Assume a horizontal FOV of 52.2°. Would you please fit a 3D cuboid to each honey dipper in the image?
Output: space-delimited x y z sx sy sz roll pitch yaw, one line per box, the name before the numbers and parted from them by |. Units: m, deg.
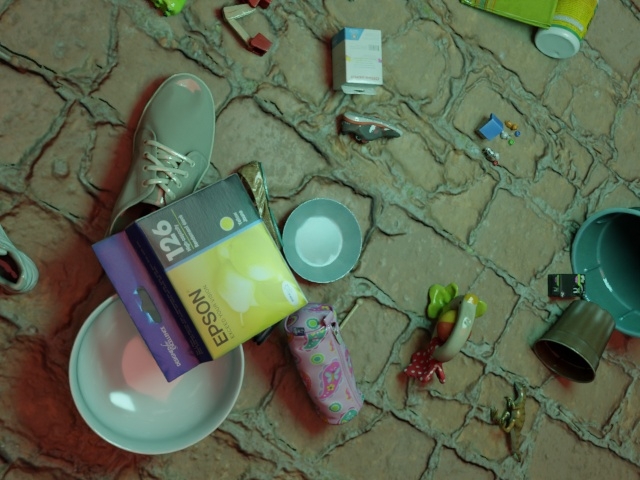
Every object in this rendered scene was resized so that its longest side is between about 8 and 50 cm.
honey dipper | 0.051 0.201 1.526 0.030 0.030 0.160 44 74 -15

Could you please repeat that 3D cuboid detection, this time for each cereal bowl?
cereal bowl | -0.332 0.248 1.323 0.339 0.141 0.338 0 89 -21

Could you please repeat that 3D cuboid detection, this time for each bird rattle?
bird rattle | 0.292 0.214 1.535 0.143 0.207 0.253 32 69 1

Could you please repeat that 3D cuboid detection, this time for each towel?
towel | 0.481 -0.615 1.654 0.237 0.021 0.102 18 81 1

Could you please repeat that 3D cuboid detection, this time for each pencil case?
pencil case | 0.011 0.267 1.422 0.124 0.124 0.284 -27 119 -19

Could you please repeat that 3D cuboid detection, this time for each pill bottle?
pill bottle | 0.654 -0.594 1.710 0.118 0.117 0.208 30 79 -18

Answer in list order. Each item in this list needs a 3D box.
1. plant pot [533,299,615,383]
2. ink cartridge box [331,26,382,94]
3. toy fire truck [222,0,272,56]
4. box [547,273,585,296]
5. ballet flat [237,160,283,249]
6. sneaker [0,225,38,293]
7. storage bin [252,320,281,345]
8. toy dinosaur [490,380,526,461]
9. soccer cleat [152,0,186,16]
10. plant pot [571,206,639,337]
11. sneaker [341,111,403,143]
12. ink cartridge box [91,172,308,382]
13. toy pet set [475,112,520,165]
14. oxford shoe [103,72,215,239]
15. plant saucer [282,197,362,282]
plant pot | 0.668 0.253 1.695 0.167 0.167 0.165 48 66 -14
ink cartridge box | 0.083 -0.406 1.510 0.092 0.090 0.143 -1 91 -20
toy fire truck | -0.171 -0.515 1.439 0.192 0.047 0.135 33 80 -17
box | 0.656 0.120 1.739 0.083 0.052 0.062 1 88 -20
ballet flat | -0.137 -0.072 1.439 0.067 0.073 0.206 -15 83 -4
sneaker | -0.628 0.007 1.228 0.232 0.115 0.090 45 75 -15
storage bin | -0.126 0.150 1.432 0.091 0.098 0.135 41 76 -5
toy dinosaur | 0.497 0.471 1.672 0.112 0.064 0.211 9 87 -21
soccer cleat | -0.361 -0.549 1.368 0.179 0.060 0.072 39 67 -22
plant pot | 0.905 0.039 1.706 0.334 0.341 0.341 -18 96 -28
sneaker | 0.118 -0.259 1.550 0.158 0.061 0.064 11 113 -19
ink cartridge box | -0.225 0.066 1.260 0.307 0.072 0.303 -31 95 -25
toy pet set | 0.461 -0.271 1.663 0.114 0.065 0.122 41 76 -15
oxford shoe | -0.321 -0.135 1.339 0.169 0.130 0.449 22 81 -17
plant saucer | 0.000 0.000 1.504 0.195 0.037 0.194 0 90 -21
